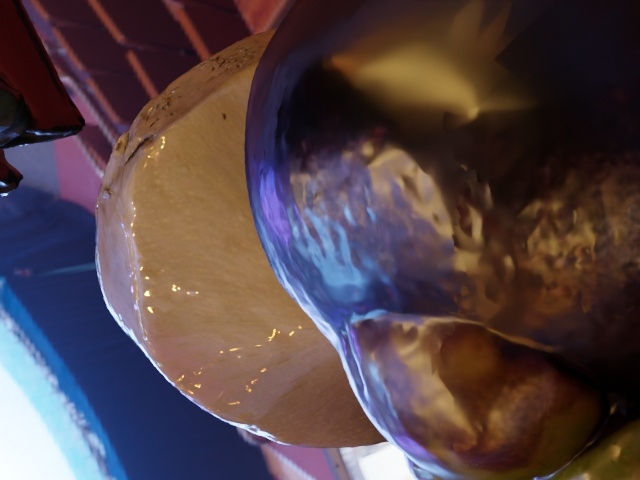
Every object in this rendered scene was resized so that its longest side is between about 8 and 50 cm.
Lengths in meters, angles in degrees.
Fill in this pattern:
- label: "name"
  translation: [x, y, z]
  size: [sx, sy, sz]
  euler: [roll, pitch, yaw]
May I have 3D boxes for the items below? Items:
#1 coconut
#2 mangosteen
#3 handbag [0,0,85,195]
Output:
- label: "coconut"
  translation: [0.000, 0.000, 0.828]
  size: [0.353, 0.353, 0.352]
  euler: [20, 115, 50]
- label: "mangosteen"
  translation: [0.123, -0.021, 0.489]
  size: [0.313, 0.297, 0.297]
  euler: [56, 144, -6]
- label: "handbag"
  translation: [-0.230, -0.119, 0.357]
  size: [0.089, 0.326, 0.238]
  euler: [-35, 81, 18]
